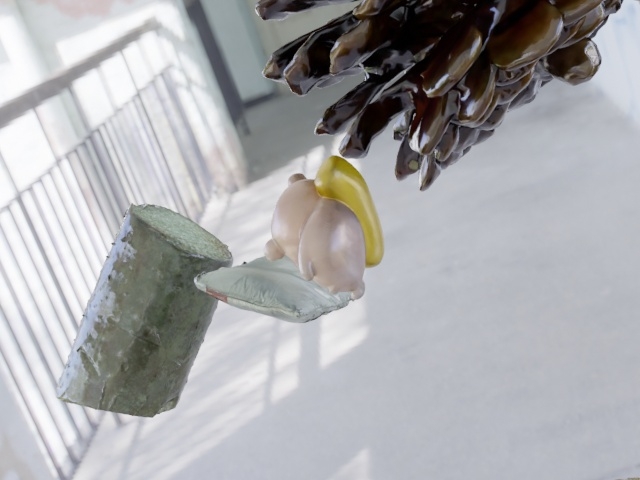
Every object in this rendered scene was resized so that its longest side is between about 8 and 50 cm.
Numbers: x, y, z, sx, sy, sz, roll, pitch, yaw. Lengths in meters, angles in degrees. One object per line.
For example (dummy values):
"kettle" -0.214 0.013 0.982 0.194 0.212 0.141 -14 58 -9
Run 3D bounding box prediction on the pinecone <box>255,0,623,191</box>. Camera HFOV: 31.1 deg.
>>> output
"pinecone" 0.100 -0.252 0.986 0.397 0.398 0.398 -19 16 6

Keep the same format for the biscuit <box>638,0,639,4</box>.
"biscuit" 0.492 -0.331 1.409 0.217 0.324 0.044 -61 30 -4

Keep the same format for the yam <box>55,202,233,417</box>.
"yam" -0.219 0.098 1.463 0.161 0.268 0.161 21 5 -2

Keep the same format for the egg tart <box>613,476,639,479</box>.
"egg tart" 0.299 0.313 1.045 0.202 0.203 0.147 -18 -16 8

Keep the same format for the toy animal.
"toy animal" 0.000 0.000 0.886 0.082 0.091 0.114 -12 52 26

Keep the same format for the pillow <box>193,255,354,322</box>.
"pillow" -0.041 0.052 1.289 0.128 0.051 0.229 19 9 17
